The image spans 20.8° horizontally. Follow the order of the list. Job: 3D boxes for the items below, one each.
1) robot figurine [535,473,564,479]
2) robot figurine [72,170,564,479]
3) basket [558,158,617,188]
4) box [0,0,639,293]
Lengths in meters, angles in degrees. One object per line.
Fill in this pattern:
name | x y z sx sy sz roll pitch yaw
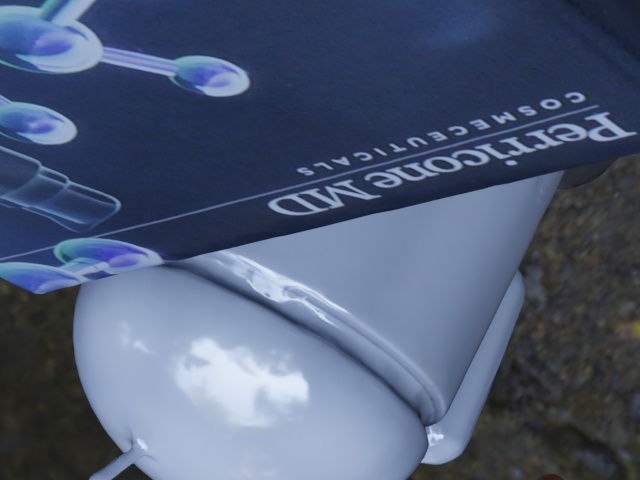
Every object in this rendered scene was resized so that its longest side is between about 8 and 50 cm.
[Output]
robot figurine | 0.193 0.268 1.295 0.158 0.219 0.128 33 110 25
robot figurine | 0.000 0.000 0.928 0.300 0.353 0.199 38 160 -31
basket | 0.215 -0.149 1.417 0.204 0.154 0.227 33 160 -11
box | -0.109 -0.164 0.488 0.293 0.395 0.212 -13 61 38
